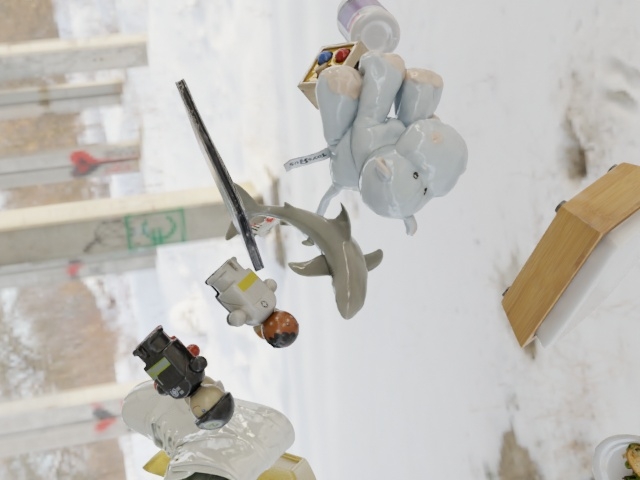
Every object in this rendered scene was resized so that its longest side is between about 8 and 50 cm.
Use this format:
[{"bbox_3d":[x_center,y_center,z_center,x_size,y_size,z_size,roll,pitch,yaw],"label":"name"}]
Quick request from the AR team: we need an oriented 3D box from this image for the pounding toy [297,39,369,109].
[{"bbox_3d":[0.027,-0.316,1.929,0.130,0.141,0.100,2,145,47],"label":"pounding toy"}]

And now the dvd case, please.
[{"bbox_3d":[-0.131,-0.084,1.322,0.164,0.018,0.221,79,167,-62],"label":"dvd case"}]

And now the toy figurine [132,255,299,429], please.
[{"bbox_3d":[-0.132,0.135,1.330,0.148,0.209,0.213,47,169,-3],"label":"toy figurine"}]

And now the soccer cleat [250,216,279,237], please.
[{"bbox_3d":[-0.116,-0.025,2.086,0.029,0.083,0.035,19,-122,-55],"label":"soccer cleat"}]

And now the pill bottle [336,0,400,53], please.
[{"bbox_3d":[0.095,-0.461,2.133,0.193,0.108,0.108,-114,20,-59],"label":"pill bottle"}]

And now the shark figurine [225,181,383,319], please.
[{"bbox_3d":[-0.006,-0.021,1.485,0.278,0.166,0.116,37,139,22],"label":"shark figurine"}]

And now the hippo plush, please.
[{"bbox_3d":[0.093,-0.148,1.550,0.234,0.294,0.236,59,180,-29],"label":"hippo plush"}]

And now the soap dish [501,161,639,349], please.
[{"bbox_3d":[0.421,0.021,1.597,0.118,0.229,0.290,43,140,19],"label":"soap dish"}]

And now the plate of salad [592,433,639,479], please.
[{"bbox_3d":[0.463,0.361,1.408,0.200,0.048,0.199,31,140,31],"label":"plate of salad"}]

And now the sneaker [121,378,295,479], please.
[{"bbox_3d":[-0.204,0.294,1.456,0.169,0.293,0.108,-44,-48,-51],"label":"sneaker"}]

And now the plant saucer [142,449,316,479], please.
[{"bbox_3d":[-0.162,0.463,2.061,0.333,0.333,0.080,48,-123,-82],"label":"plant saucer"}]
